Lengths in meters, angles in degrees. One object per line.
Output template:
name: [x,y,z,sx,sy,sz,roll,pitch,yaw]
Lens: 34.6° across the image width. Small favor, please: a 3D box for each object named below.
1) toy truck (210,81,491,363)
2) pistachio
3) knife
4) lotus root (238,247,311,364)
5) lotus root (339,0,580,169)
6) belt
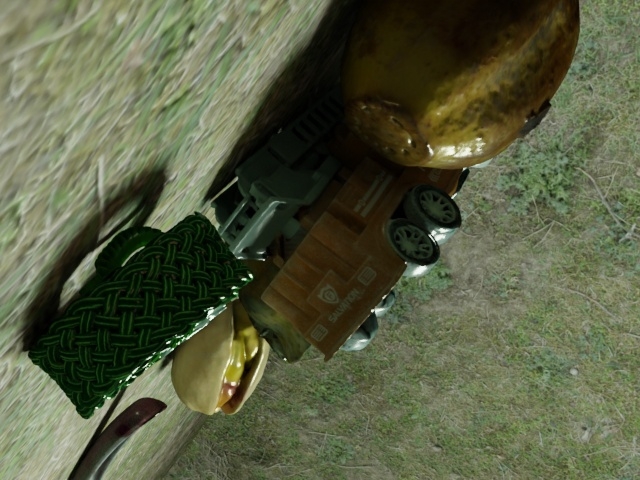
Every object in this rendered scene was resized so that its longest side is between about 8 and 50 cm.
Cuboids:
toy truck: [0.040,-0.059,0.967,0.133,0.184,0.338,-52,-178,39]
pistachio: [-0.131,0.146,1.326,0.200,0.117,0.145,111,-24,-51]
knife: [-0.260,0.272,1.204,0.278,0.053,0.123,-57,172,32]
lotus root: [0.000,0.000,1.193,0.260,0.149,0.267,-44,-177,47]
lotus root: [0.125,-0.167,0.905,0.291,0.193,0.193,-51,176,-42]
belt: [-0.116,0.038,0.655,0.151,0.079,0.121,-38,178,-36]
